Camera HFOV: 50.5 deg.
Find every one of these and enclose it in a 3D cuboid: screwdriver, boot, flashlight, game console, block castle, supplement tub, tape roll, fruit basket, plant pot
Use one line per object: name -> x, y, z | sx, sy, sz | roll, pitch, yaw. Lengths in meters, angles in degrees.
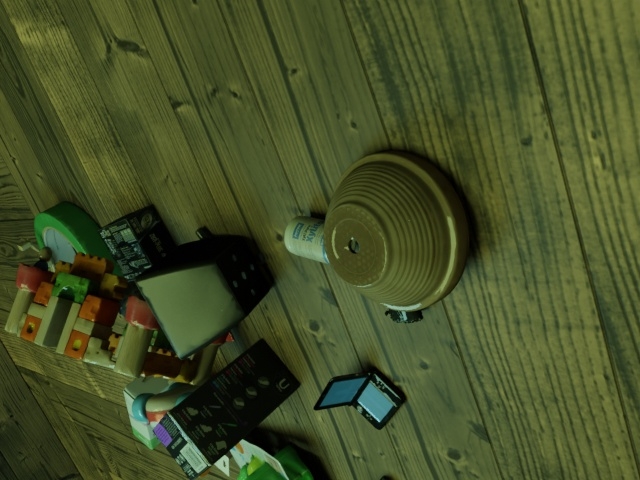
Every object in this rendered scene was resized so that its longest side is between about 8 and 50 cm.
screwdriver -> -0.203, 0.040, 1.435 | 0.170, 0.024, 0.025 | 49, 173, -4
boot -> 0.136, 0.084, 1.073 | 0.121, 0.045, 0.099 | -3, 114, 55
flashlight -> -0.427, 0.212, 1.727 | 0.304, 0.103, 0.103 | 43, 162, 32
game console -> 0.071, 0.311, 1.289 | 0.124, 0.085, 0.144 | 42, 142, 16
block castle -> -0.459, 0.163, 1.532 | 0.453, 0.213, 0.303 | 11, 170, 32
supplement tub -> 0.000, 0.000, 1.134 | 0.107, 0.071, 0.071 | 14, 128, 40
tape roll -> -0.678, 0.050, 1.909 | 0.321, 0.077, 0.321 | 27, 136, 30
fruit basket -> -0.125, 0.641, 1.701 | 0.353, 0.165, 0.327 | -5, 115, 53
plant pot -> 0.081, -0.004, 0.965 | 0.237, 0.109, 0.237 | 18, 115, 42
plant pot -> -0.216, 0.093, 1.348 | 0.167, 0.187, 0.188 | -23, 102, 26

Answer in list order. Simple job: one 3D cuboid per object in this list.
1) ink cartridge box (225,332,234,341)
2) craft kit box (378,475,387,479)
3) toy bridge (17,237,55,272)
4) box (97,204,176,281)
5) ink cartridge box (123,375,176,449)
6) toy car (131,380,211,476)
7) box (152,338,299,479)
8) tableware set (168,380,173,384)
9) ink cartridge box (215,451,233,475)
ink cartridge box -> -0.259, 0.225, 1.627 | 0.115, 0.029, 0.063 | -12, 108, 51
craft kit box -> 0.136, 0.673, 1.435 | 0.250, 0.061, 0.247 | 44, 114, 14
toy bridge -> -0.797, 0.074, 1.940 | 0.026, 0.063, 0.188 | 14, 129, 41
box -> -0.429, 0.009, 1.602 | 0.180, 0.077, 0.147 | -13, 108, 51
ink cartridge box -> -0.462, 0.465, 1.933 | 0.093, 0.154, 0.212 | 29, 136, 30
toy car -> -0.326, 0.487, 1.713 | 0.219, 0.210, 0.238 | -12, 88, 39
box -> -0.204, 0.366, 1.476 | 0.143, 0.270, 0.165 | 49, 143, 6
tableware set -> -0.377, 0.297, 1.805 | 0.194, 0.039, 0.128 | -39, 72, 48
ink cartridge box -> -0.300, 0.566, 1.914 | 0.181, 0.061, 0.104 | 33, 139, 26
